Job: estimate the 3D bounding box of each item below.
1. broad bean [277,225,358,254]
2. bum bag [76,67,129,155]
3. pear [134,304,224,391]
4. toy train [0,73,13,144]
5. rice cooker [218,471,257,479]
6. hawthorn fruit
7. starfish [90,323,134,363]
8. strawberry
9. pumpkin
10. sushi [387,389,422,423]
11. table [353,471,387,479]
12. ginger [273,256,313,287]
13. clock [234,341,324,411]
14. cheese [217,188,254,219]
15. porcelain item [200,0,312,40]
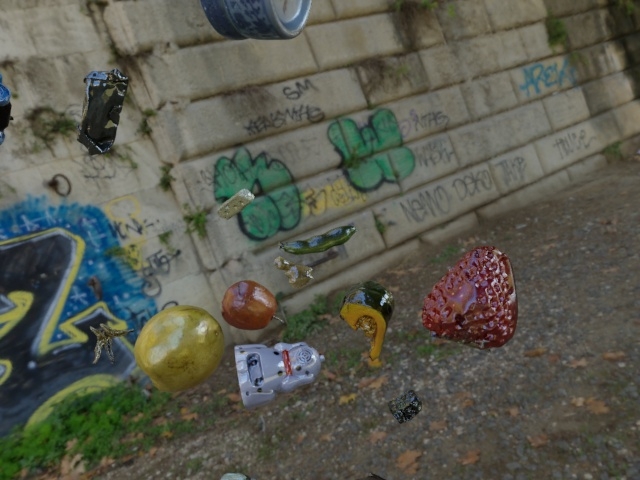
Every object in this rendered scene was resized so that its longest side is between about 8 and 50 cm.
[{"bbox_3d":[0.001,0.003,1.472,0.254,0.065,0.046,-15,-32,-16],"label":"broad bean"},{"bbox_3d":[-0.783,-0.458,1.736,0.142,0.326,0.080,15,16,-22],"label":"bum bag"},{"bbox_3d":[-0.496,0.376,1.740,0.314,0.314,0.314,-21,3,1],"label":"pear"},{"bbox_3d":[-0.973,-0.369,1.264,0.300,0.265,0.188,-25,-27,-52],"label":"toy train"},{"bbox_3d":[-0.252,0.840,1.503,0.226,0.226,0.244,-21,-32,4],"label":"rice cooker"},{"bbox_3d":[-0.275,0.287,2.062,0.211,0.299,0.211,-51,22,30],"label":"hawthorn fruit"},{"bbox_3d":[-0.538,0.252,1.255,0.041,0.133,0.130,17,19,20],"label":"starfish"},{"bbox_3d":[0.516,0.185,1.657,0.317,0.345,0.295,17,-4,-5],"label":"strawberry"},{"bbox_3d":[0.159,0.287,1.785,0.190,0.281,0.139,16,32,9],"label":"pumpkin"},{"bbox_3d":[0.233,0.450,1.320,0.083,0.056,0.085,-38,2,1],"label":"sushi"},{"bbox_3d":[0.125,0.674,1.157,0.172,0.169,0.193,13,-10,31],"label":"table"},{"bbox_3d":[-0.109,0.128,1.880,0.165,0.096,0.067,21,-22,-10],"label":"ginger"},{"bbox_3d":[-0.113,0.375,1.434,0.253,0.189,0.189,-10,0,-12],"label":"clock"},{"bbox_3d":[-0.317,-0.132,1.820,0.194,0.065,0.043,-30,38,44],"label":"cheese"},{"bbox_3d":[-0.086,-0.344,0.648,0.114,0.147,0.147,10,15,22],"label":"porcelain item"}]
